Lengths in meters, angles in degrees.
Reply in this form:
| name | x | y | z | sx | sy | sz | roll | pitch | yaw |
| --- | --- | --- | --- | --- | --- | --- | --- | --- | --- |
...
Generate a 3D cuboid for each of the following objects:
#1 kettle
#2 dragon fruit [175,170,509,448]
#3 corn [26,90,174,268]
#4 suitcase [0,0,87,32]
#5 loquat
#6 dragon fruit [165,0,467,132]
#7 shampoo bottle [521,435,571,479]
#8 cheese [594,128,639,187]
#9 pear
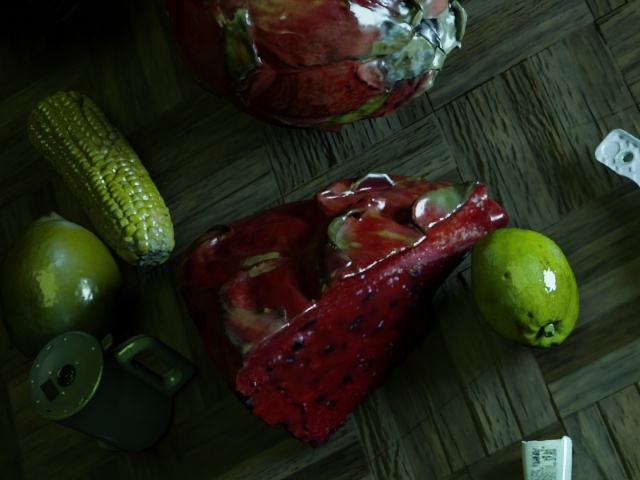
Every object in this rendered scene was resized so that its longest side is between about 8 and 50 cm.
| name | x | y | z | sx | sy | sz | roll | pitch | yaw |
| --- | --- | --- | --- | --- | --- | --- | --- | --- | --- |
| kettle | -0.227 | 0.157 | 1.765 | 0.098 | 0.148 | 0.127 | 13 | 75 | 36 |
| dragon fruit | -0.005 | -0.004 | 1.669 | 0.329 | 0.228 | 0.286 | -42 | 51 | 8 |
| corn | -0.257 | -0.074 | 1.927 | 0.101 | 0.101 | 0.291 | -42 | 52 | 5 |
| suitcase | -0.386 | -0.424 | 2.080 | 0.345 | 0.188 | 0.339 | 10 | 73 | 53 |
| loquat | -0.297 | 0.054 | 1.854 | 0.152 | 0.152 | 0.195 | -22 | 54 | 19 |
| dragon fruit | -0.018 | -0.253 | 1.776 | 0.277 | 0.277 | 0.342 | -49 | 48 | 0 |
| shampoo bottle | 0.213 | 0.255 | 1.533 | 0.049 | 0.034 | 0.141 | -6 | 64 | 20 |
| cheese | 0.367 | -0.039 | 1.578 | 0.127 | 0.050 | 0.255 | -49 | 53 | 0 |
| pear | 0.200 | 0.045 | 1.597 | 0.107 | 0.107 | 0.131 | -40 | 50 | 7 |
